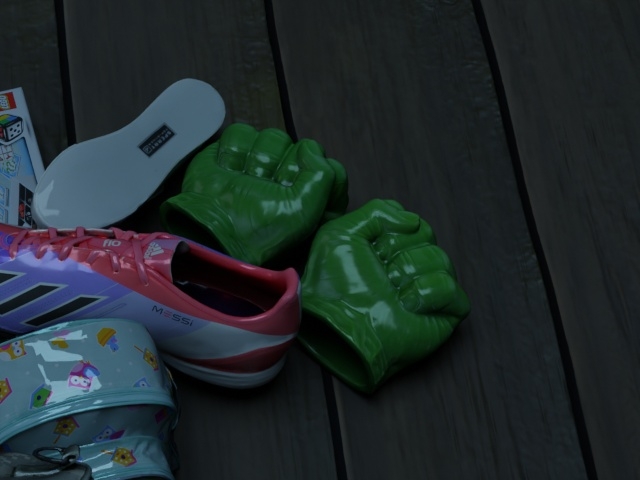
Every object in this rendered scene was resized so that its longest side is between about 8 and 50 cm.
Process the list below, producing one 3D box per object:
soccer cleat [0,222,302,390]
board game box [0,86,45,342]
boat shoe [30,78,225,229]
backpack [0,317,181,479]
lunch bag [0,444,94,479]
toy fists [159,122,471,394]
[{"bbox_3d":[-0.169,0.028,1.448,0.318,0.116,0.109,16,49,-8],"label":"soccer cleat"},{"bbox_3d":[-0.315,0.015,1.549,0.193,0.053,0.305,-14,57,-11],"label":"board game box"},{"bbox_3d":[-0.169,-0.060,1.583,0.078,0.070,0.219,49,53,4],"label":"boat shoe"},{"bbox_3d":[-0.186,0.144,1.381,0.165,0.188,0.144,-12,56,-10],"label":"backpack"},{"bbox_3d":[-0.287,0.279,1.225,0.256,0.212,0.305,6,93,0],"label":"lunch bag"},{"bbox_3d":[0.000,0.000,1.542,0.279,0.096,0.142,36,60,23],"label":"toy fists"}]
